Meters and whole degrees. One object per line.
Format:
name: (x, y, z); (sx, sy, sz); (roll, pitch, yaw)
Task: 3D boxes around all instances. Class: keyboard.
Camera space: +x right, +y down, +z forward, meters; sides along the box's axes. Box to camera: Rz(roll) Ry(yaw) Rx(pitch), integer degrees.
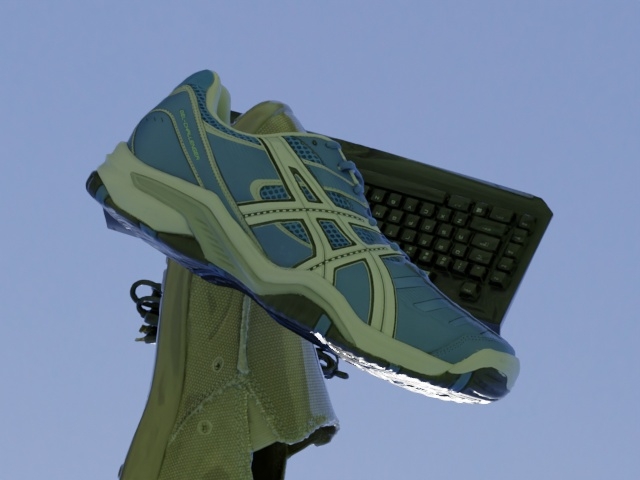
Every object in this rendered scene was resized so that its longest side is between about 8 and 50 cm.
keyboard: (-0.014, 0.008, 1.401); (0.317, 0.033, 0.201); (16, -117, 21)

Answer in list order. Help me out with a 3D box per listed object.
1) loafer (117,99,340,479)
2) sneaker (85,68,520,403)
loafer: (-0.033, 0.066, 0.964); (0.092, 0.102, 0.268); (12, -95, 11)
sneaker: (0.000, 0.000, 0.868); (0.211, 0.080, 0.081); (32, -97, 10)
